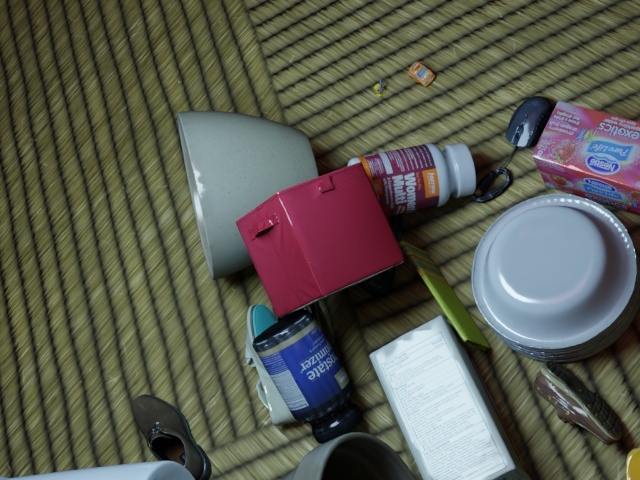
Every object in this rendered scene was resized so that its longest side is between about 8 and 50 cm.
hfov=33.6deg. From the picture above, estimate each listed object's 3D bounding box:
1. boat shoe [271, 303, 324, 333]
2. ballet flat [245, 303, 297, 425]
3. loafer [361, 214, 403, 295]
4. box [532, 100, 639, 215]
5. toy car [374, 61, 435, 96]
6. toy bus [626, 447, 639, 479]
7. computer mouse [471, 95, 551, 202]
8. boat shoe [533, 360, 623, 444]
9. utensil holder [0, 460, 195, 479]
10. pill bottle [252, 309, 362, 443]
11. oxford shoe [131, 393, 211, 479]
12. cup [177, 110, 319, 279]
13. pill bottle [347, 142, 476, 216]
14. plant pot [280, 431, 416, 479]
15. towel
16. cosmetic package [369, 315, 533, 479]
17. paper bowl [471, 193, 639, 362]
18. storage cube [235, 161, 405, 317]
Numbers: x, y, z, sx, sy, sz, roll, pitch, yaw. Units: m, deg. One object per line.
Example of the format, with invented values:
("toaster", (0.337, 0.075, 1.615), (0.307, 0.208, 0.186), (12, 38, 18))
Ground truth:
("boat shoe", (-0.047, 0.143, 2.023), (0.081, 0.068, 0.228), (-32, 58, 8))
("ballet flat", (-0.100, 0.239, 2.004), (0.086, 0.086, 0.248), (-29, 59, 10))
("loafer", (0.112, -0.006, 2.012), (0.076, 0.078, 0.223), (-3, 66, 23))
("box", (0.518, -0.135, 1.855), (0.257, 0.128, 0.123), (22, 77, 30))
("toy car", (0.168, -0.321, 2.152), (0.122, 0.040, 0.060), (-32, 58, 8))
("toy bus", (0.535, 0.478, 1.580), (0.130, 0.108, 0.333), (-14, 62, 17))
("computer mouse", (0.358, -0.175, 1.999), (0.071, 0.041, 0.242), (28, 82, 31))
("boat shoe", (0.424, 0.277, 1.756), (0.178, 0.064, 0.060), (46, 121, 34))
("utensil holder", (-0.422, 0.559, 1.856), (0.385, 0.327, 0.328), (-12, 63, 19))
("pill bottle", (-0.018, 0.244, 1.882), (0.122, 0.123, 0.219), (-29, 97, 10))
("oxford shoe", (-0.298, 0.367, 2.022), (0.083, 0.096, 0.227), (-49, 55, -1))
("cup", (-0.131, -0.108, 2.063), (0.237, 0.331, 0.331), (-12, 60, -9))
("pill bottle", (0.169, -0.113, 1.974), (0.221, 0.121, 0.121), (-11, 60, -7))
("plant pot", (-0.009, 0.509, 1.725), (0.280, 0.323, 0.323), (-27, 57, 30))
("towel", (0.218, 0.100, 1.903), (0.021, 0.102, 0.237), (-43, 56, 18))
("cosmetic package", (0.219, 0.299, 1.794), (0.153, 0.129, 0.296), (-29, 59, 12))
("paper bowl", (0.399, 0.055, 1.813), (0.284, 0.148, 0.284), (-10, 63, 19))
("storage cube", (0.000, 0.000, 1.859), (0.183, 0.215, 0.193), (-30, 82, 57))
